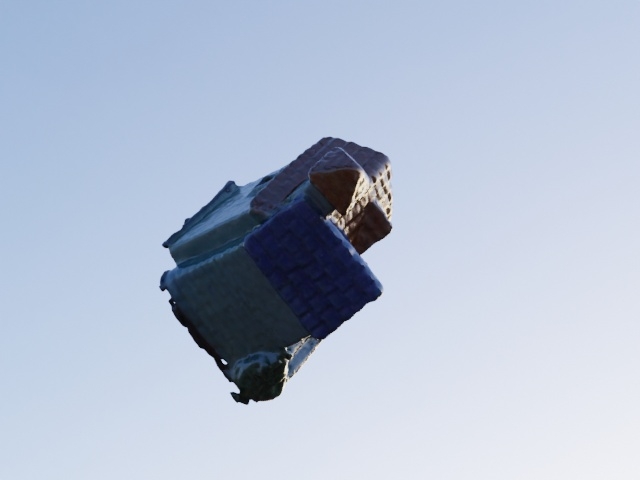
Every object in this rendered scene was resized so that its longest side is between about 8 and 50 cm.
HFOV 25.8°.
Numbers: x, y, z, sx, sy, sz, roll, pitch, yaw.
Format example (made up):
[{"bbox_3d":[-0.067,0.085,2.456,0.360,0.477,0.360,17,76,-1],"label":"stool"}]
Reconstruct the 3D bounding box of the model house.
[{"bbox_3d":[0.000,0.000,0.842,0.148,0.119,0.148,-32,9,44],"label":"model house"}]
